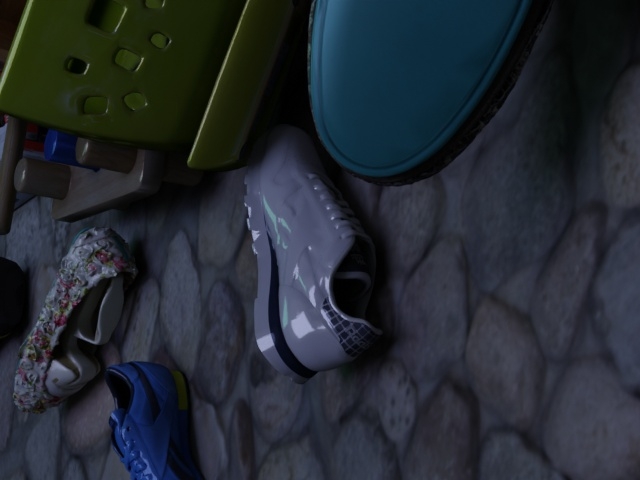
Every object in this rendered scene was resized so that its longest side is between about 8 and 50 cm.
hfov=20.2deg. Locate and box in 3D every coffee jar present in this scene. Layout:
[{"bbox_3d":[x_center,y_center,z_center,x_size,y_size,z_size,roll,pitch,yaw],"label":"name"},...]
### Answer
[{"bbox_3d":[-0.413,0.091,2.124,0.184,0.079,0.096,-40,40,48],"label":"coffee jar"}]

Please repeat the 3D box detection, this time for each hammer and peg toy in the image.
[{"bbox_3d":[-0.228,-0.142,1.842,0.361,0.127,0.266,-15,67,61],"label":"hammer and peg toy"}]

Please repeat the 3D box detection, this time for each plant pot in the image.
[{"bbox_3d":[-0.130,-0.177,1.546,0.228,0.207,0.227,-16,-53,-86],"label":"plant pot"}]

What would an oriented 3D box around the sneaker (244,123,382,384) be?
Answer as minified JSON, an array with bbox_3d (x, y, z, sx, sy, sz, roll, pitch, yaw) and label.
[{"bbox_3d":[0.000,0.000,1.465,0.095,0.090,0.235,-29,54,31],"label":"sneaker"}]

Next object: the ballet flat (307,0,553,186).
[{"bbox_3d":[0.106,-0.276,1.186,0.182,0.164,0.483,-45,-33,-62],"label":"ballet flat"}]

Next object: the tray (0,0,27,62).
[{"bbox_3d":[-0.276,-0.367,1.643,0.076,0.202,0.411,-98,30,-56],"label":"tray"}]

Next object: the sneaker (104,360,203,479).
[{"bbox_3d":[-0.158,0.204,1.650,0.069,0.082,0.209,-48,43,39],"label":"sneaker"}]

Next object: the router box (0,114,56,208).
[{"bbox_3d":[-0.385,-0.192,2.170,0.335,0.082,0.301,-25,59,54],"label":"router box"}]

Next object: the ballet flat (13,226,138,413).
[{"bbox_3d":[-0.253,0.097,1.852,0.077,0.091,0.241,41,121,32],"label":"ballet flat"}]

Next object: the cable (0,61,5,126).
[{"bbox_3d":[-0.357,-0.177,1.935,0.287,0.072,0.139,169,93,-74],"label":"cable"}]
